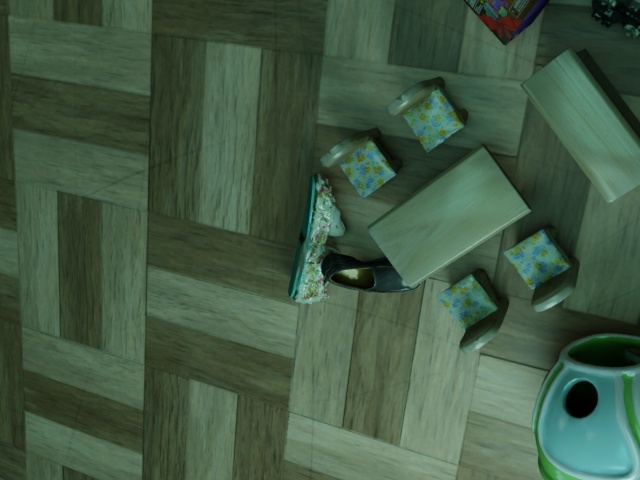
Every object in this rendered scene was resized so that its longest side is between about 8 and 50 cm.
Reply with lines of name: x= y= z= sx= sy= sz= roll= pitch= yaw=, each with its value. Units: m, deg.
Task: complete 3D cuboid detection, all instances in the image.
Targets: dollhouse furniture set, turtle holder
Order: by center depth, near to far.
turtle holder: x=0.433 y=0.263 z=0.952 sx=0.243 sy=0.320 sz=0.228 roll=-14 pitch=101 yaw=-9
dollhouse furniture set: x=0.233 y=-0.071 z=0.965 sx=0.394 sy=0.256 sz=0.362 roll=-37 pitch=88 yaw=27

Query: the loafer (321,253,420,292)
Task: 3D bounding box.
loafer: x=0.086 y=0.064 z=1.151 sx=0.170 sy=0.061 sz=0.062 roll=4 pitch=111 yaw=-4

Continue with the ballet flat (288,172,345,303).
ballet flat: x=0.000 y=0.000 z=1.196 sx=0.077 sy=0.091 sz=0.241 roll=7 pitch=115 yaw=-10

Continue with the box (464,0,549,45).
box: x=0.221 y=-0.382 z=0.869 sx=0.057 sy=0.293 sz=0.201 roll=-40 pitch=86 yaw=-3

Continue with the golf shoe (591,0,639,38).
golf shoe: x=0.353 y=-0.382 z=0.928 sx=0.273 sy=0.105 sz=0.120 roll=35 pitch=94 yaw=10
